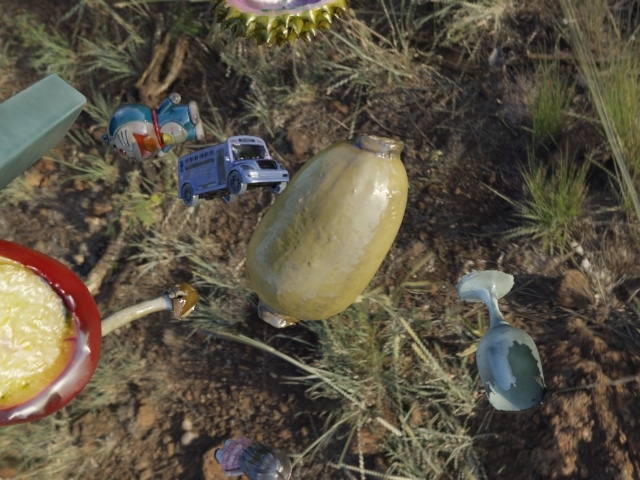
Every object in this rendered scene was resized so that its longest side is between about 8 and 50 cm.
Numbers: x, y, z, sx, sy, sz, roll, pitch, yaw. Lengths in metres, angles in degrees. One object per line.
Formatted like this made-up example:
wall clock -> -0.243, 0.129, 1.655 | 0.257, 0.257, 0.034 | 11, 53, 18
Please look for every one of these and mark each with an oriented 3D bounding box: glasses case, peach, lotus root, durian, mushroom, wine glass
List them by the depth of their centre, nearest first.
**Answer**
peach -> -0.328, 0.087, 0.625 | 0.190, 0.226, 0.196 | -21, 68, 1
lotus root -> 0.001, 0.002, 0.744 | 0.146, 0.131, 0.303 | 38, 126, 6
glasses case -> -0.385, -0.132, 0.829 | 0.056, 0.266, 0.105 | 15, 119, -5
durian -> -0.027, -0.355, 0.900 | 0.261, 0.153, 0.186 | -36, 50, -11
mushroom -> -0.281, 0.119, 1.010 | 0.060, 0.187, 0.061 | 15, 122, 56
wine glass -> 0.403, 0.216, 1.416 | 0.144, 0.143, 0.321 | -26, 45, 19

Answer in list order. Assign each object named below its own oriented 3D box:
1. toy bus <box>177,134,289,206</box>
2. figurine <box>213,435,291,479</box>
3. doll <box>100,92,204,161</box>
toy bus -> -0.203, -0.155, 1.415 | 0.292, 0.126, 0.133 | -6, 91, 48
figurine -> -0.098, 0.312, 0.880 | 0.129, 0.072, 0.054 | 9, 126, 38
doll -> -0.255, -0.167, 0.955 | 0.152, 0.114, 0.085 | -11, 50, -6
